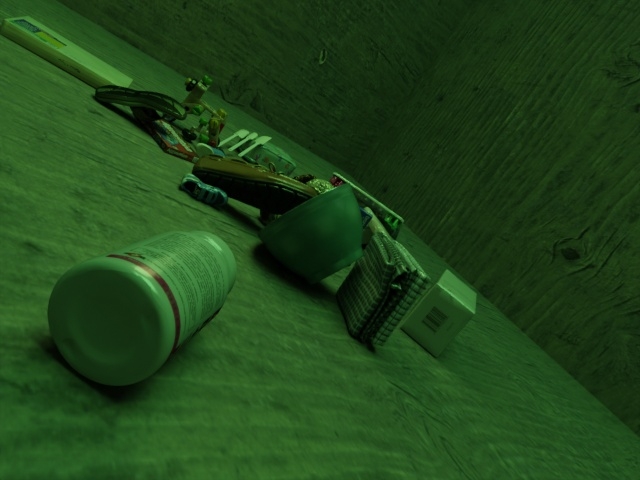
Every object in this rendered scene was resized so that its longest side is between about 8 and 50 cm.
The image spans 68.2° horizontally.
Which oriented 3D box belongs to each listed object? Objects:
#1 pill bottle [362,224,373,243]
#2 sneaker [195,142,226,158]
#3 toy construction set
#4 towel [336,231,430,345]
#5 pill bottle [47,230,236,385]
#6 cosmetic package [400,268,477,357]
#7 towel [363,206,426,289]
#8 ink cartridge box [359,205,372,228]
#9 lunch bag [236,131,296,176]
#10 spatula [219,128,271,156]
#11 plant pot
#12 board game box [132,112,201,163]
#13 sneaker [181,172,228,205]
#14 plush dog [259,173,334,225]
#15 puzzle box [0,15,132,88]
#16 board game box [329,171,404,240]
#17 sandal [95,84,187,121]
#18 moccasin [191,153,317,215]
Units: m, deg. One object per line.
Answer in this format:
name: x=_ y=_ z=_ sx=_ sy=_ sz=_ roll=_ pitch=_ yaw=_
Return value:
pill bottle: x=0.167 y=-0.063 z=2.166 sx=0.107 sy=0.108 sz=0.180 roll=26 pitch=17 yaw=-35
sneaker: x=-0.405 y=-0.323 z=1.756 sx=0.152 sy=0.058 sz=0.085 roll=30 pitch=21 yaw=-40
toy construction set: x=-0.459 y=-0.528 z=1.927 sx=0.257 sy=0.237 sz=0.309 roll=38 pitch=14 yaw=7
towel: x=0.151 y=0.121 z=1.281 sx=0.121 sy=0.235 sz=0.284 roll=30 pitch=14 yaw=-14
pill bottle: x=-0.230 y=0.074 z=0.687 sx=0.160 sy=0.160 sz=0.283 roll=36 pitch=15 yaw=1
cosmetic package: x=0.413 y=0.233 z=1.612 sx=0.155 sy=0.197 sz=0.365 roll=39 pitch=16 yaw=14
towel: x=0.314 y=0.044 z=2.043 sx=0.317 sy=0.053 sz=0.332 roll=45 pitch=13 yaw=-47
ink cartridge box: x=0.085 y=-0.031 z=1.661 sx=0.097 sy=0.207 sz=0.046 roll=35 pitch=14 yaw=-2
lunch bag: x=-0.260 y=-0.409 z=2.278 sx=0.279 sy=0.108 sz=0.224 roll=24 pitch=17 yaw=-39
spatula: x=-0.348 y=-0.436 z=2.097 sx=0.168 sy=0.019 sz=0.242 roll=24 pitch=40 yaw=14
plant pot: x=0.000 y=0.000 z=1.302 sx=0.196 sy=0.292 sz=0.293 roll=62 pitch=17 yaw=2
board game box: x=-0.539 y=-0.367 z=1.656 sx=0.281 sy=0.027 sz=0.145 roll=45 pitch=16 yaw=32
sneaker: x=-0.335 y=-0.138 z=1.351 sx=0.144 sy=0.053 sz=0.059 roll=26 pitch=18 yaw=-9
plush dog: x=-0.031 y=-0.094 z=1.555 sx=0.262 sy=0.226 sz=0.210 roll=41 pitch=15 yaw=21
puzzle box: x=-0.896 y=-0.659 z=1.710 sx=0.408 sy=0.052 sz=0.272 roll=29 pitch=16 yaw=-26
board game box: x=0.209 y=-0.135 z=2.288 sx=0.389 sy=0.050 sz=0.390 roll=37 pitch=-10 yaw=11
sandal: x=-0.602 y=-0.453 z=1.603 sx=0.302 sy=0.086 sz=0.120 roll=11 pitch=31 yaw=-4
moccasin: x=-0.194 y=-0.176 z=1.440 sx=0.379 sy=0.139 sz=0.147 roll=11 pitch=45 yaw=2
